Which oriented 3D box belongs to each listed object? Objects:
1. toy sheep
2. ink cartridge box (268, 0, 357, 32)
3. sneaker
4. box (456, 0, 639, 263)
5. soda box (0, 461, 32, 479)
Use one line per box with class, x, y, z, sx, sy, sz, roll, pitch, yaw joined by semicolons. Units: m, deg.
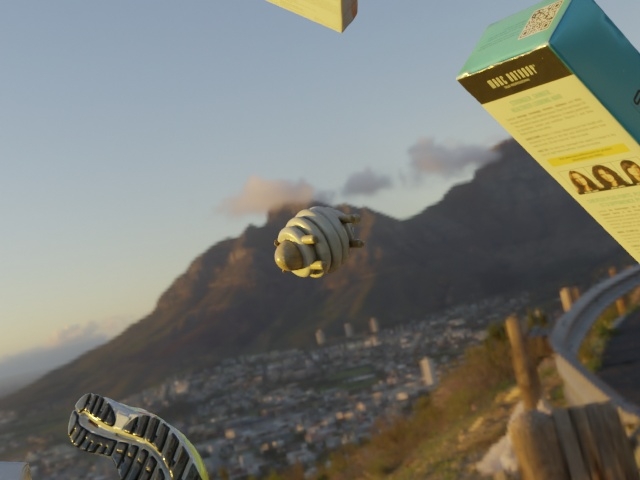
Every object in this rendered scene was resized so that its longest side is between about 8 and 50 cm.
toy sheep;0.000;0.000;1.042;0.132;0.091;0.091;-24;3;-33
ink cartridge box;-0.026;-0.345;1.042;0.145;0.045;0.179;27;-27;16
sneaker;-0.183;0.229;0.964;0.208;0.081;0.094;24;-5;40
box;0.226;-0.076;0.671;0.100;0.244;0.060;-9;45;60
soda box;-0.371;0.352;1.019;0.073;0.216;0.069;4;35;-2
